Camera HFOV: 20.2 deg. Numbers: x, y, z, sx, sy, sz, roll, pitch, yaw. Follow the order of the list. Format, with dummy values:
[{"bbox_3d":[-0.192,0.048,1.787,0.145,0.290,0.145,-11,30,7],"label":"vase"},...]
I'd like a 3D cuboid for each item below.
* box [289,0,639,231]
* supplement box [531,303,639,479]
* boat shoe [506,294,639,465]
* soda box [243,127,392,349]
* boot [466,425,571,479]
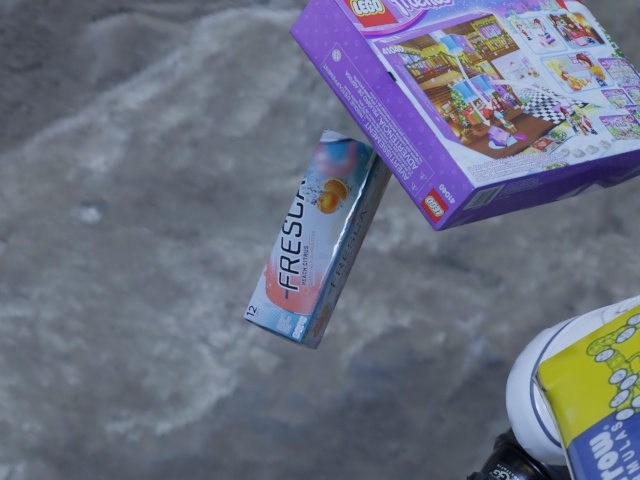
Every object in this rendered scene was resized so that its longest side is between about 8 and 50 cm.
[{"bbox_3d":[0.139,-0.121,1.405,0.293,0.201,0.057,-13,151,-46],"label":"box"},{"bbox_3d":[0.298,0.191,0.962,0.195,0.194,0.356,-33,113,11],"label":"supplement box"},{"bbox_3d":[0.241,0.081,1.278,0.267,0.088,0.096,-16,80,-41],"label":"boat shoe"},{"bbox_3d":[0.000,0.000,1.558,0.183,0.058,0.063,-67,163,-4],"label":"soda box"},{"bbox_3d":[0.145,0.348,1.777,0.260,0.131,0.348,-40,141,-20],"label":"boot"}]
